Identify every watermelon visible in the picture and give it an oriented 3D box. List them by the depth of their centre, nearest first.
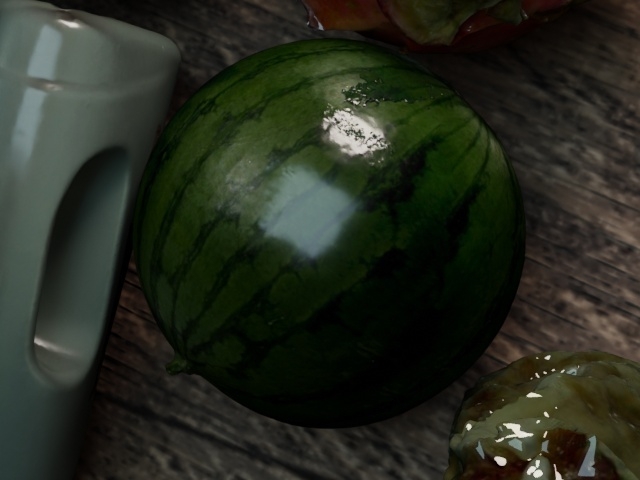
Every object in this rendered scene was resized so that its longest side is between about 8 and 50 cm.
[{"bbox_3d":[0.004,-0.003,1.089,0.242,0.242,0.242,-4,76,15],"label":"watermelon"}]

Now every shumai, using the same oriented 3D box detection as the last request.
[{"bbox_3d":[0.160,0.171,1.019,0.189,0.218,0.256,-24,69,15],"label":"shumai"}]

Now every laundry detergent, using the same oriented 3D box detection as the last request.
[{"bbox_3d":[-0.195,0.049,1.140,0.124,0.264,0.398,14,94,-3],"label":"laundry detergent"}]

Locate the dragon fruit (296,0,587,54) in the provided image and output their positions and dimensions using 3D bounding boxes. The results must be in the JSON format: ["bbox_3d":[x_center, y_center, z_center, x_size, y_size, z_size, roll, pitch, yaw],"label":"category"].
[{"bbox_3d":[0.116,-0.253,1.090,0.291,0.269,0.250,-34,74,35],"label":"dragon fruit"}]
